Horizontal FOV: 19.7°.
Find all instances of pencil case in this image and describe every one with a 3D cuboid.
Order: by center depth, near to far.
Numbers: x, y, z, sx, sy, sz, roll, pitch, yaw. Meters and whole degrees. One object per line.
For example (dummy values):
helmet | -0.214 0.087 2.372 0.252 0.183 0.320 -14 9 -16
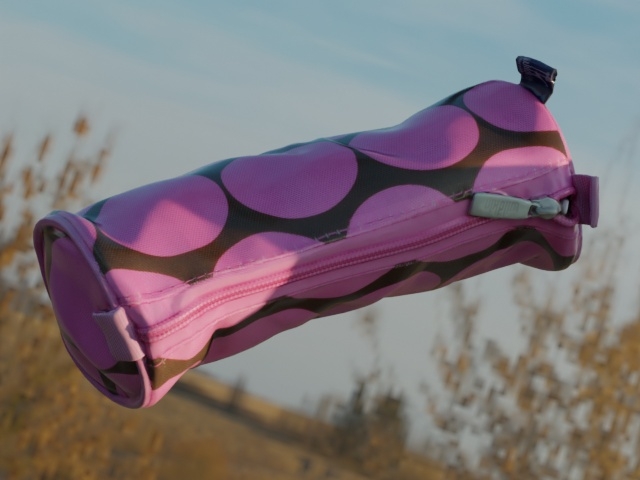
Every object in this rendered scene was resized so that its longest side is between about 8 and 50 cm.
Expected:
pencil case | 0.000 0.000 0.712 0.209 0.095 0.098 -19 29 -17
